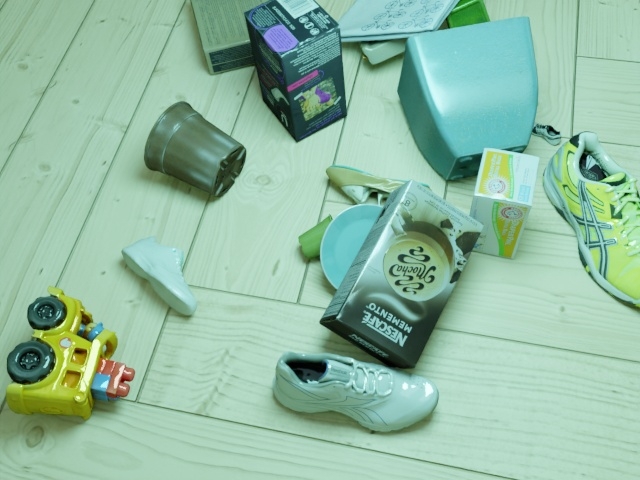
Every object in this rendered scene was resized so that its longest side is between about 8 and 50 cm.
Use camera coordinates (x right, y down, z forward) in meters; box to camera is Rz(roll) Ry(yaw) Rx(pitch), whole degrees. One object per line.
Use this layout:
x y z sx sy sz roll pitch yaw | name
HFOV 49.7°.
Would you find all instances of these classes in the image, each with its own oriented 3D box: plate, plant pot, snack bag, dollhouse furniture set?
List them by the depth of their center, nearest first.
0.089 0.022 1.346 0.188 0.024 0.188 -1 93 -12 | plate
0.000 0.000 1.389 0.079 0.083 0.083 -24 60 4 | plant pot
0.312 -0.270 1.429 0.247 0.248 0.252 -10 75 -1 | plant pot
-0.258 -0.186 1.475 0.165 0.167 0.167 29 66 12 | plant pot
0.210 -0.578 1.628 0.323 0.037 0.342 11 53 42 | snack bag
0.247 -0.489 1.658 0.301 0.151 0.198 -22 37 12 | dollhouse furniture set

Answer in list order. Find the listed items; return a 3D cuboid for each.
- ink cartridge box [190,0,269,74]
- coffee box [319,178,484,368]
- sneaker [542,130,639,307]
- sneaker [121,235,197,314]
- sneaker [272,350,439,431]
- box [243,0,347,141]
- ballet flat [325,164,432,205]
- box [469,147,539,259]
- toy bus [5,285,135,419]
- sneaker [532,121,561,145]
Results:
-0.210 -0.539 1.712 0.193 0.088 0.235 -14 59 -5 | ink cartridge box
0.148 0.063 1.257 0.168 0.119 0.297 32 73 -8 | coffee box
0.557 -0.040 1.318 0.145 0.147 0.385 -23 61 -10 | sneaker
-0.302 0.058 1.382 0.094 0.080 0.212 -36 61 -29 | sneaker
0.057 0.256 1.199 0.297 0.129 0.111 4 58 6 | sneaker
-0.047 -0.375 1.495 0.143 0.270 0.165 -30 62 -12 | box
0.114 -0.101 1.436 0.232 0.080 0.073 13 77 14 | ballet flat
0.342 -0.067 1.319 0.103 0.203 0.114 12 61 12 | box
-0.441 0.214 1.268 0.211 0.149 0.220 10 58 -4 | toy bus
0.489 -0.242 1.506 0.083 0.037 0.032 34 70 23 | sneaker
